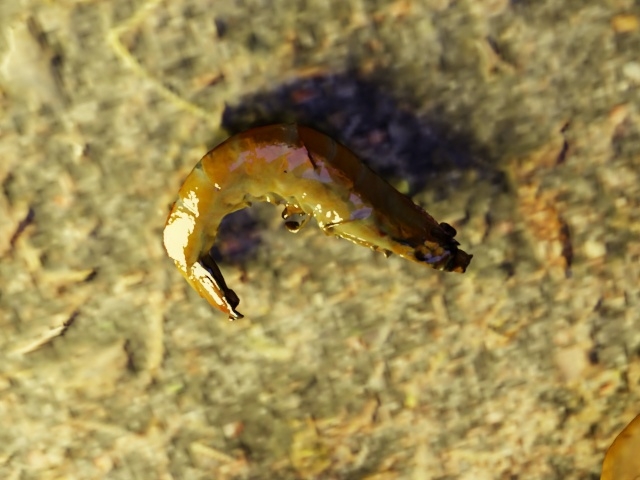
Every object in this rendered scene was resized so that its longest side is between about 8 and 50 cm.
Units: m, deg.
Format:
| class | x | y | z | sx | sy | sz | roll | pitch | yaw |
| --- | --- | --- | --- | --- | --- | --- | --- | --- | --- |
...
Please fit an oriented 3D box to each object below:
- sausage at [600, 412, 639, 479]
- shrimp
| class | x | y | z | sx | sy | sz | roll | pitch | yaw |
| --- | --- | --- | --- | --- | --- | --- | --- | --- | --- |
| sausage | 0.229 | 0.159 | 0.920 | 0.105 | 0.105 | 0.274 | -38 | 128 | 16 |
| shrimp | 0.000 | 0.000 | 0.779 | 0.127 | 0.025 | 0.091 | 20 | 121 | -23 |
